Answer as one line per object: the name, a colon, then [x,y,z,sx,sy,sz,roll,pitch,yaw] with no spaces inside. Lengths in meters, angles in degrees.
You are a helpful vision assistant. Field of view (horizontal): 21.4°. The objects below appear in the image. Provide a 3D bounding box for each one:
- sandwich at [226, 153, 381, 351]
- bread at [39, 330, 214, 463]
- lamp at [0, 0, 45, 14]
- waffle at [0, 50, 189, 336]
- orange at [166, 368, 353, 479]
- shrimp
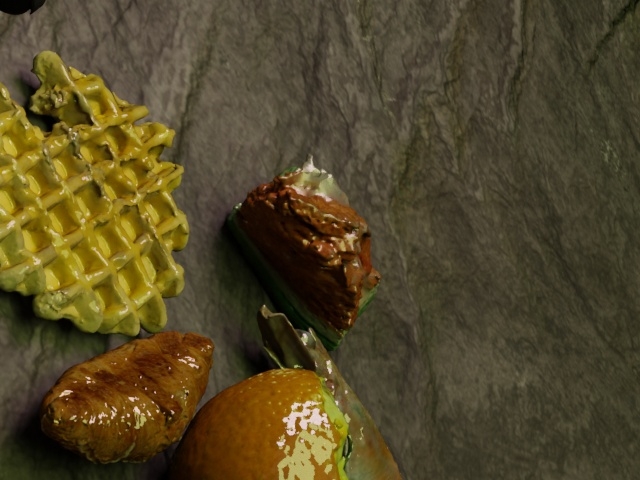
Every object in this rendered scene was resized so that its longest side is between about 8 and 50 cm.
sandwich: [0.005,0.008,1.681,0.109,0.160,0.185,-42,100,-31]
bread: [-0.163,0.142,1.465,0.105,0.076,0.233,31,28,17]
lamp: [-0.336,-0.143,1.363,0.130,0.108,0.371,54,40,-21]
waffle: [-0.218,-0.036,1.506,0.261,0.056,0.250,31,53,-43]
orange: [-0.055,0.232,1.485,0.158,0.179,0.237,3,75,-29]
shrimp: [-0.002,0.212,1.646,0.168,0.077,0.317,-42,110,-48]
